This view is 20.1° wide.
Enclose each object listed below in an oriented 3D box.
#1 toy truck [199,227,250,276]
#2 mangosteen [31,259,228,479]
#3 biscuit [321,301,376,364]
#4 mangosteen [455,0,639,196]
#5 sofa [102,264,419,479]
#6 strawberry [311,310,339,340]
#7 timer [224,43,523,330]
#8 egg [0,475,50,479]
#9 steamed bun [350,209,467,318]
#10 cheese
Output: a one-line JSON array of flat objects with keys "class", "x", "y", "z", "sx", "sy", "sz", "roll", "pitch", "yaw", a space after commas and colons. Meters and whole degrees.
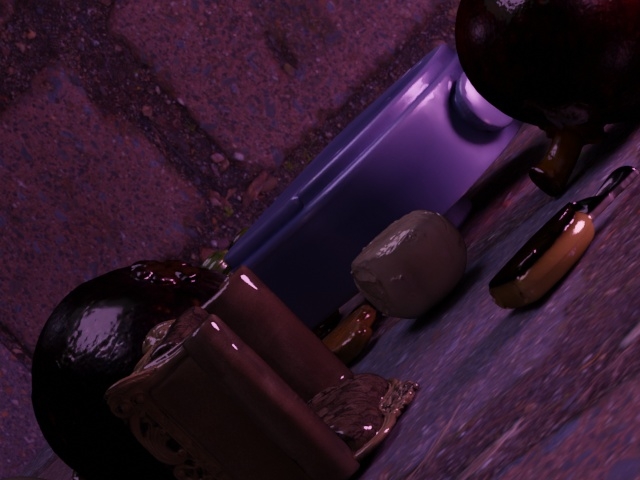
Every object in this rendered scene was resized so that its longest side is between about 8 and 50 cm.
[{"class": "toy truck", "x": -0.109, "y": 0.094, "z": 2.661, "sx": 0.187, "sy": 0.148, "sz": 0.210, "roll": -45, "pitch": -16, "yaw": -37}, {"class": "mangosteen", "x": -0.167, "y": 0.161, "z": 1.887, "sx": 0.288, "sy": 0.288, "sz": 0.288, "roll": -43, "pitch": 5, "yaw": 5}, {"class": "biscuit", "x": -0.025, "y": 0.160, "z": 2.014, "sx": 0.234, "sy": 0.030, "sz": 0.153, "roll": -43, "pitch": 4, "yaw": 15}, {"class": "mangosteen", "x": 0.251, "y": -0.174, "z": 1.804, "sx": 0.235, "sy": 0.236, "sz": 0.261, "roll": -162, "pitch": 75, "yaw": -84}, {"class": "sofa", "x": -0.047, "y": 0.121, "z": 1.579, "sx": 0.182, "sy": 0.200, "sz": 0.258, "roll": -45, "pitch": 3, "yaw": 11}, {"class": "strawberry", "x": -0.046, "y": 0.107, "z": 2.299, "sx": 0.145, "sy": 0.086, "sz": 0.145, "roll": -43, "pitch": 7, "yaw": 7}, {"class": "timer", "x": 0.092, "y": -0.067, "z": 2.129, "sx": 0.395, "sy": 0.173, "sz": 0.395, "roll": -43, "pitch": 4, "yaw": 4}, {"class": "egg", "x": -0.312, "y": 0.341, "z": 1.889, "sx": 0.188, "sy": 0.188, "sz": 0.253, "roll": -44, "pitch": 0, "yaw": -5}, {"class": "steamed bun", "x": 0.096, "y": 0.026, "z": 1.820, "sx": 0.112, "sy": 0.091, "sz": 0.130, "roll": -43, "pitch": 6, "yaw": -18}, {"class": "cheese", "x": 0.209, "y": -0.007, "z": 1.519, "sx": 0.162, "sy": 0.036, "sz": 0.086, "roll": -45, "pitch": 3, "yaw": -18}]
